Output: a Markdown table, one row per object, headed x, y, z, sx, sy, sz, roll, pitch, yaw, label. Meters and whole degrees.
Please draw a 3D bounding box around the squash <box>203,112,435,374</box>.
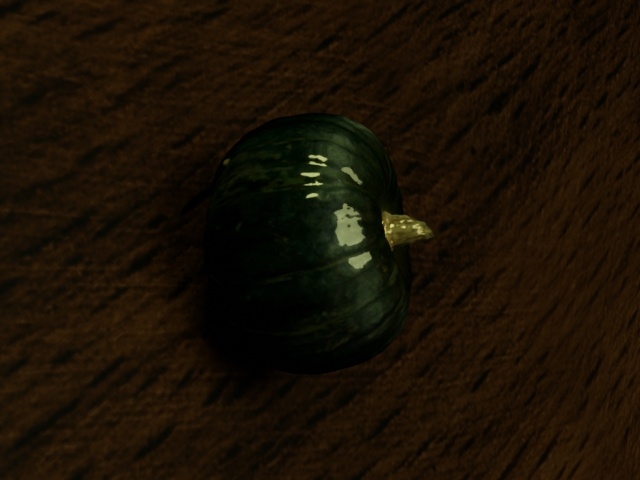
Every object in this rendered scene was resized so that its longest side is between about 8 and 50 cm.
| x | y | z | sx | sy | sz | roll | pitch | yaw | label |
| --- | --- | --- | --- | --- | --- | --- | --- | --- | --- |
| -0.005 | 0.001 | 1.215 | 0.218 | 0.172 | 0.218 | 22 | 61 | -48 | squash |
